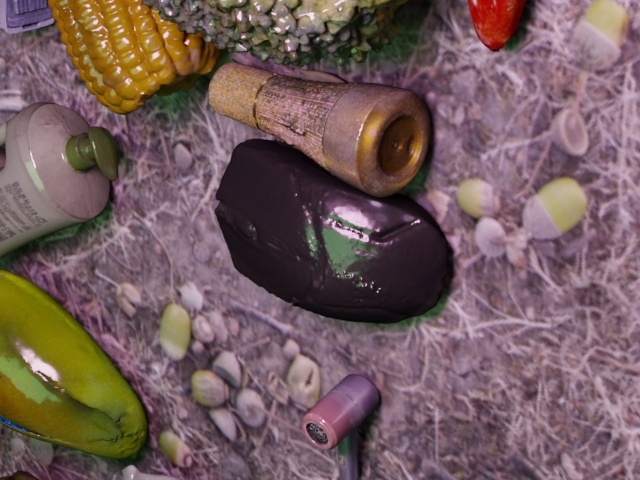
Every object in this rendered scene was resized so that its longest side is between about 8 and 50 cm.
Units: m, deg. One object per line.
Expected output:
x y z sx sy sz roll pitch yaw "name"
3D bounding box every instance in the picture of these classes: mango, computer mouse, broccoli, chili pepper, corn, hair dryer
-0.260 0.124 1.749 0.233 0.111 0.125 42 145 4 "mango"
0.000 0.000 1.495 0.217 0.073 0.122 24 122 34 "computer mouse"
-0.053 -0.246 1.342 0.288 0.235 0.260 34 139 -22 "broccoli"
0.119 -0.212 1.316 0.088 0.065 0.169 13 119 38 "chili pepper"
-0.188 -0.274 1.505 0.131 0.131 0.344 -23 92 44 "corn"
0.018 0.172 1.565 0.037 0.063 0.114 23 136 31 "hair dryer"

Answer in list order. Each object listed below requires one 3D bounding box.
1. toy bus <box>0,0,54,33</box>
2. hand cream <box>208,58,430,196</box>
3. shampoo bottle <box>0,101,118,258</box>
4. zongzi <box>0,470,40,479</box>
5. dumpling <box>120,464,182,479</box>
-0.273 -0.279 1.622 0.075 0.064 0.190 20 120 40 "toy bus"
-0.010 -0.097 1.469 0.203 0.084 0.084 21 120 42 "hand cream"
-0.263 -0.056 1.688 0.234 0.087 0.118 -20 93 43 "shampoo bottle"
-0.214 0.402 1.783 0.360 0.160 0.323 12 116 38 "zongzi"
-0.154 0.301 1.726 0.149 0.105 0.216 -10 105 36 "dumpling"
